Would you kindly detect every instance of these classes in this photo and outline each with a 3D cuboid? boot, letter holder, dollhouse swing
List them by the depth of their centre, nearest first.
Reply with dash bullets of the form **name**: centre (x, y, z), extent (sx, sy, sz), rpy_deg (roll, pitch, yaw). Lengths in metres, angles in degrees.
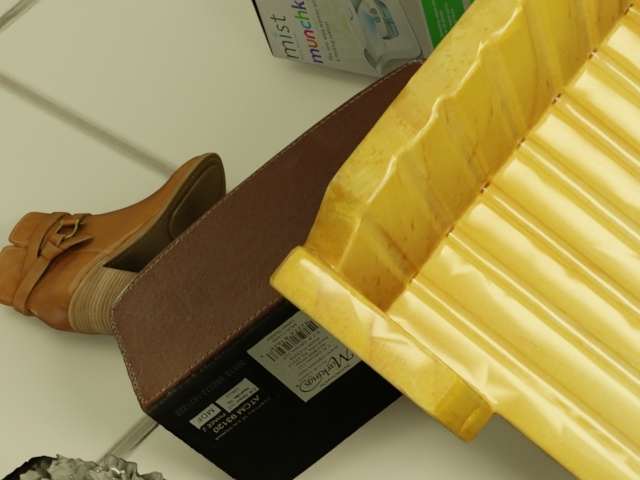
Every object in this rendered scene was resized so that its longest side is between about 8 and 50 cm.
- **dollhouse swing**: centre (0.212, 0.002, 1.181), extent (0.305, 0.315, 0.347), rpy_deg (39, 88, 14)
- **letter holder**: centre (0.000, 0.000, 1.452), extent (0.302, 0.152, 0.214), rpy_deg (-38, 43, 10)
- **boot**: centre (-0.178, -0.009, 1.644), extent (0.152, 0.073, 0.197), rpy_deg (10, 50, 32)

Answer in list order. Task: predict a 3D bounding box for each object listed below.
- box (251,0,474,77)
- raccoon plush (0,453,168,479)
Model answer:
- **box**: centre (0.101, -0.266, 1.742), extent (0.231, 0.127, 0.262), rpy_deg (15, 52, 31)
- **raccoon plush**: centre (-0.106, 0.308, 1.196), extent (0.446, 0.216, 0.299), rpy_deg (-1, 53, 35)
